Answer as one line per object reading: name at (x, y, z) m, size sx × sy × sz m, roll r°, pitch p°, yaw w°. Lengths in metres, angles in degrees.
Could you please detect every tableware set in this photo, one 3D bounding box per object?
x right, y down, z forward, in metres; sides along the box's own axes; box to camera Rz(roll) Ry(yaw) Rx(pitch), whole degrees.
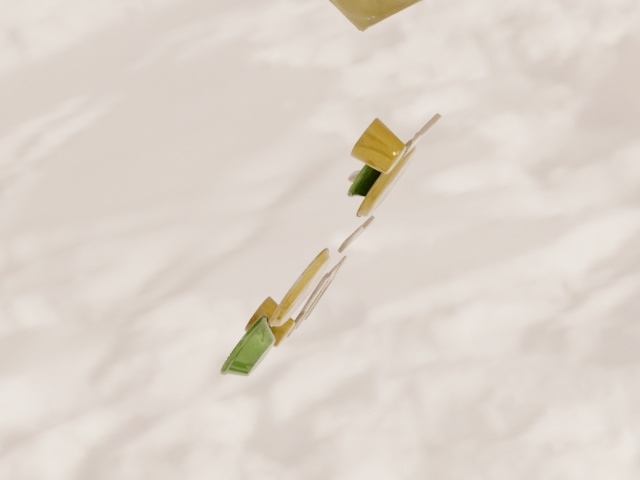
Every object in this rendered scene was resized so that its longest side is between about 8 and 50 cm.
tableware set at (0.000, 0.000, 0.978) m, size 0.154 × 0.024 × 0.104 m, roll -57°, pitch -7°, yaw 31°

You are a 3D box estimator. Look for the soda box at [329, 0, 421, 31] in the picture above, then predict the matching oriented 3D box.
soda box at (0.057, -0.140, 0.737) m, size 0.181 × 0.061 × 0.058 m, roll -19°, pitch 32°, yaw 56°
